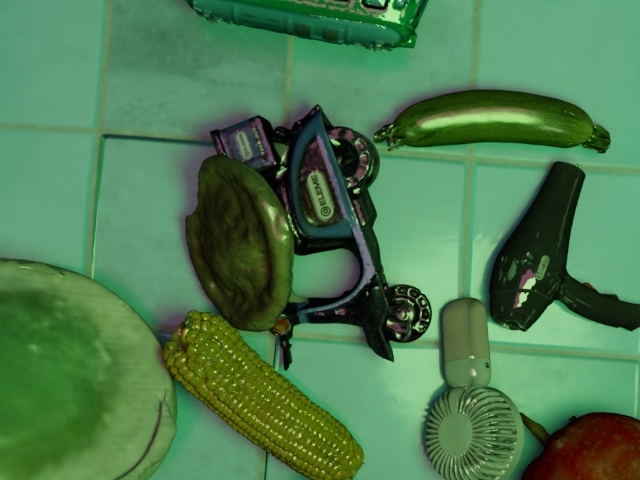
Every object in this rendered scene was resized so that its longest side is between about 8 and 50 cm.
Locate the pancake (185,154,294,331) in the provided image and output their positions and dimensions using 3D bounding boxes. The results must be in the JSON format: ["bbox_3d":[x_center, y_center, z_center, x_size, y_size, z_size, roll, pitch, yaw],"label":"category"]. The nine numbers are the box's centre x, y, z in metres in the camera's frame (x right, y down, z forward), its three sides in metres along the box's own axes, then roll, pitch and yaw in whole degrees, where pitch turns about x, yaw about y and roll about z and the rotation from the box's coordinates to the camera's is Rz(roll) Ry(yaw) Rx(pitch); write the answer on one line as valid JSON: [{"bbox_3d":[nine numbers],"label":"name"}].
[{"bbox_3d":[-0.107,0.006,1.603,0.042,0.236,0.222,-17,73,-35],"label":"pancake"}]

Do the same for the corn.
[{"bbox_3d":[-0.070,0.213,1.635,0.313,0.102,0.102,42,88,-8],"label":"corn"}]

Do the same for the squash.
[{"bbox_3d":[0.228,-0.158,1.681,0.318,0.071,0.080,1,123,-3],"label":"squash"}]

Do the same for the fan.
[{"bbox_3d":[0.193,0.194,1.648,0.074,0.130,0.244,13,70,-43],"label":"fan"}]

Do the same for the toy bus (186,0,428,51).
[{"bbox_3d":[-0.012,-0.358,1.633,0.343,0.183,0.200,10,91,2],"label":"toy bus"}]

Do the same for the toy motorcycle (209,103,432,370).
[{"bbox_3d":[0.000,0.000,1.654,0.212,0.125,0.359,-21,85,8],"label":"toy motorcycle"}]

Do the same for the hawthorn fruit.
[{"bbox_3d":[0.345,0.308,1.597,0.230,0.210,0.266,-43,74,4],"label":"hawthorn fruit"}]

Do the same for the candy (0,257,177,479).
[{"bbox_3d":[-0.371,0.195,1.552,0.426,0.186,0.386,-5,62,-35],"label":"candy"}]

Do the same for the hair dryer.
[{"bbox_3d":[0.365,0.045,1.682,0.271,0.091,0.236,27,78,-11],"label":"hair dryer"}]
